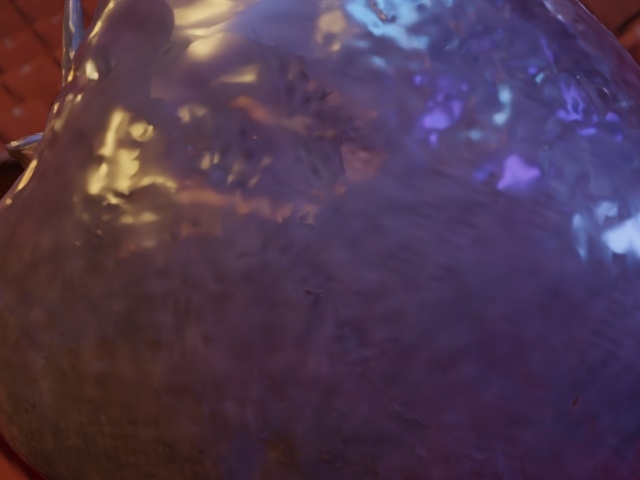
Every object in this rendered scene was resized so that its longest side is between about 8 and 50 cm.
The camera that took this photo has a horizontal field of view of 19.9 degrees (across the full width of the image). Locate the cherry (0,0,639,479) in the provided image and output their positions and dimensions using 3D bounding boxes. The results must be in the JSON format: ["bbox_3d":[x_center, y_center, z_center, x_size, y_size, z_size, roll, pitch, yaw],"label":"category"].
[{"bbox_3d":[0.000,0.000,0.562,0.183,0.266,0.213,49,-119,-70],"label":"cherry"}]
